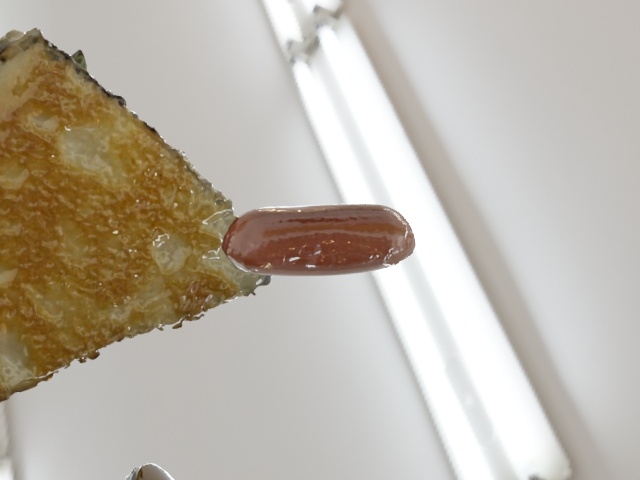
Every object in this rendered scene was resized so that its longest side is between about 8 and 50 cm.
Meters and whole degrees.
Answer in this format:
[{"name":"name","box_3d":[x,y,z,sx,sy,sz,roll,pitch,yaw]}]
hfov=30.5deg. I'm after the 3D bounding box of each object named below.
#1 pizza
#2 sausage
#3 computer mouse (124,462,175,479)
[{"name":"pizza","box_3d":[-0.316,-0.042,1.343,0.392,0.434,0.080,69,-19,-7]},{"name":"sausage","box_3d":[0.000,0.000,1.151,0.077,0.194,0.077,177,-90,-78]},{"name":"computer mouse","box_3d":[-0.112,0.360,1.144,0.158,0.071,0.310,-115,-174,-72]}]
